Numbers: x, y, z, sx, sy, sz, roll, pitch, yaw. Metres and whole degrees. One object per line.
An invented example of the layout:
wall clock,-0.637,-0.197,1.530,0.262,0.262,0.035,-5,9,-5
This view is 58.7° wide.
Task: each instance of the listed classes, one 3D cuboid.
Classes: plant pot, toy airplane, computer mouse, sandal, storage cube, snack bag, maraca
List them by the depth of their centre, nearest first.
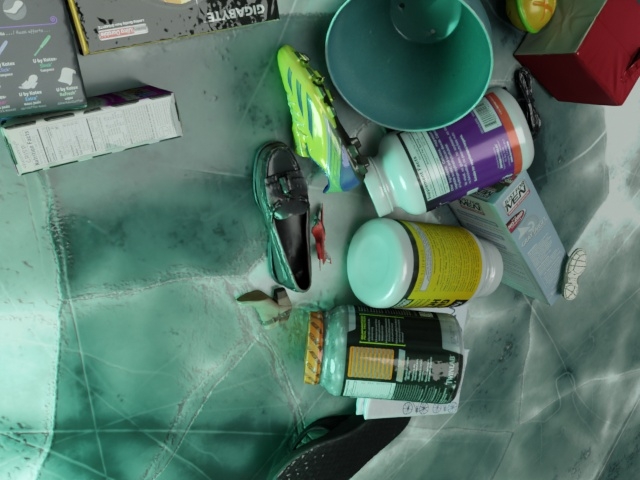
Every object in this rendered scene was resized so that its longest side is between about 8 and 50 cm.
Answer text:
plant pot,0.174,-0.374,1.037,0.290,0.290,0.195,52,43,-33
toy airplane,0.000,0.000,1.151,0.028,0.151,0.151,-6,115,5
maraca,0.458,-0.529,1.227,0.127,0.099,0.186,48,55,-36
storage cube,0.596,-0.436,1.273,0.193,0.215,0.184,30,92,-29
computer mouse,0.415,-0.266,1.322,0.262,0.060,0.184,-41,120,-25
sandal,0.042,0.486,1.368,0.445,0.107,0.168,-20,116,-37
snack bag,0.247,0.262,1.392,0.323,0.037,0.343,10,90,-33

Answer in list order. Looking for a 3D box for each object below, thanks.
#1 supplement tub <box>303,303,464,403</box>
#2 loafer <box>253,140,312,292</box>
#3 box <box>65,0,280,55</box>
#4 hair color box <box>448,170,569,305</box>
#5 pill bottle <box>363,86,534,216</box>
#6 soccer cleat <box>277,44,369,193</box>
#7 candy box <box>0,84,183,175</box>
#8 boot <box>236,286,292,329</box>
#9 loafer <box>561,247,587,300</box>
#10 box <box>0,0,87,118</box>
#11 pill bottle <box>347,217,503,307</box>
supplement tub,0.126,0.237,1.202,0.315,0.193,0.194,6,107,-2
loafer,-0.056,-0.040,1.103,0.109,0.095,0.303,-17,116,-25
box,-0.237,-0.440,0.862,0.322,0.079,0.257,-19,115,-23
hair color box,0.447,-0.022,1.351,0.113,0.185,0.374,-47,124,-8
pill bottle,0.243,-0.166,1.146,0.322,0.181,0.181,-23,121,5
soccer cleat,-0.017,-0.215,1.054,0.121,0.093,0.289,-24,107,20
candy box,-0.342,-0.171,0.849,0.233,0.159,0.071,-18,115,-23
boot,-0.113,0.145,1.175,0.118,0.042,0.087,-10,121,-20
loafer,0.591,0.077,1.342,0.045,0.039,0.125,11,98,-1
box,-0.417,-0.309,0.750,0.143,0.165,0.270,-15,115,-25
pill bottle,0.239,0.055,1.253,0.333,0.188,0.188,4,106,-34
